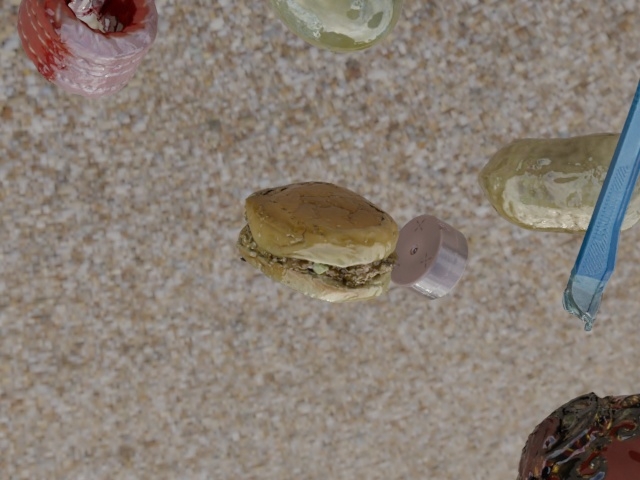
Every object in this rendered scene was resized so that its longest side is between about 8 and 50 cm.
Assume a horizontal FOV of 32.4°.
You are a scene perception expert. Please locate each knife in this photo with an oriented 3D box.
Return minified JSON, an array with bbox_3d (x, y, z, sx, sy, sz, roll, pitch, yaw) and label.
[{"bbox_3d":[0.312,-0.037,1.165,0.026,0.044,0.296,-27,136,-54],"label":"knife"}]

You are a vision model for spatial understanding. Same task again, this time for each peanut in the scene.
[{"bbox_3d":[0.305,-0.068,1.339,0.224,0.129,0.129,-4,143,3],"label":"peanut"}]

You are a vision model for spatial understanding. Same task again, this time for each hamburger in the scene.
[{"bbox_3d":[0.002,0.000,1.453,0.214,0.214,0.108,1,115,-22],"label":"hamburger"}]

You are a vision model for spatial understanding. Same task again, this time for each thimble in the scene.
[{"bbox_3d":[-0.306,-0.290,1.442,0.163,0.189,0.125,-3,154,-31],"label":"thimble"}]

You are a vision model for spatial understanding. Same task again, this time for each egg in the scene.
[{"bbox_3d":[0.012,-0.320,1.337,0.201,0.164,0.164,40,121,-13],"label":"egg"}]

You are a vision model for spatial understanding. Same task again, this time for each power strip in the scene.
[{"bbox_3d":[0.199,0.034,2.070,0.078,0.154,0.154,26,126,-32],"label":"power strip"}]

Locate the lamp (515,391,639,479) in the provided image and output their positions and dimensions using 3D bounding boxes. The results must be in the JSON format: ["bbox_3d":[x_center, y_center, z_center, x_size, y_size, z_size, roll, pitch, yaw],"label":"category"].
[{"bbox_3d":[0.285,0.241,1.048,0.227,0.227,0.227,-10,143,-8],"label":"lamp"}]
